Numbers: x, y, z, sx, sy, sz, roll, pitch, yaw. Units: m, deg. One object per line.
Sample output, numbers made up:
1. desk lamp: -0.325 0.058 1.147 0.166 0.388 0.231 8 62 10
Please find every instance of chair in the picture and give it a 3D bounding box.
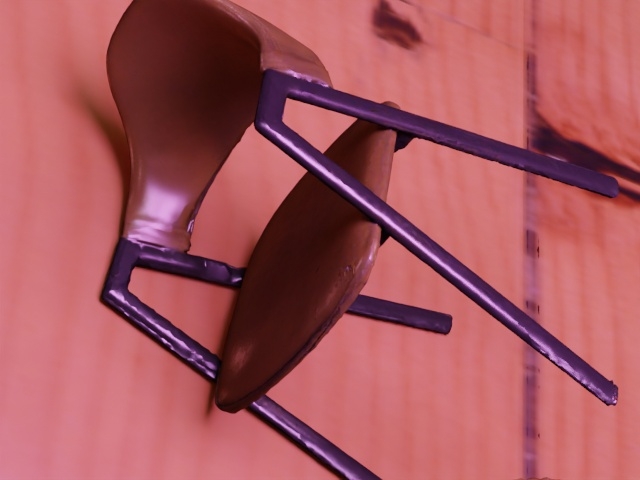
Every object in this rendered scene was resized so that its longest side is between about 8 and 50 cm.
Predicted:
1. chair: 0.000 0.000 0.823 0.247 0.159 0.172 26 47 -19

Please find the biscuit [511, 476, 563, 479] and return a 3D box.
1. biscuit: 0.137 0.218 0.856 0.220 0.033 0.219 16 54 -23
